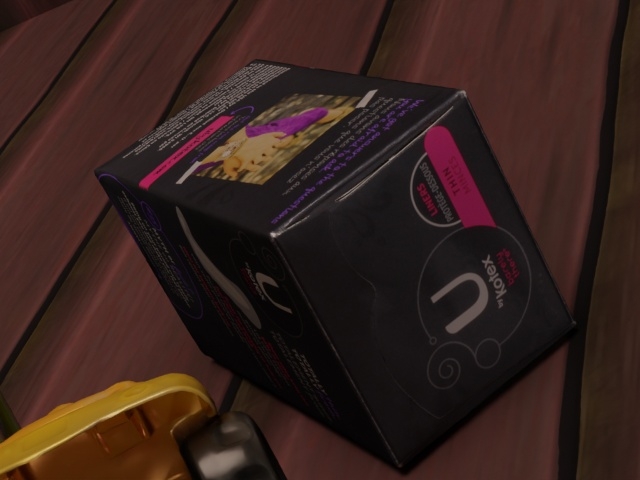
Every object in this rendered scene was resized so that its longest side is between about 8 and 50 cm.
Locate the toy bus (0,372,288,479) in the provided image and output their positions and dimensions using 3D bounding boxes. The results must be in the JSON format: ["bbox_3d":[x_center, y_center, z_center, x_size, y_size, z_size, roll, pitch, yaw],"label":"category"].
[{"bbox_3d":[-0.065,0.147,0.701,0.149,0.220,0.211,-26,17,1],"label":"toy bus"}]

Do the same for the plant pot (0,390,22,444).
[{"bbox_3d":[-0.283,0.144,0.946,0.207,0.227,0.228,-27,23,-8],"label":"plant pot"}]

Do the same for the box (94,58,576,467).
[{"bbox_3d":[0.000,0.000,0.970,0.143,0.165,0.270,-36,25,-17],"label":"box"}]
